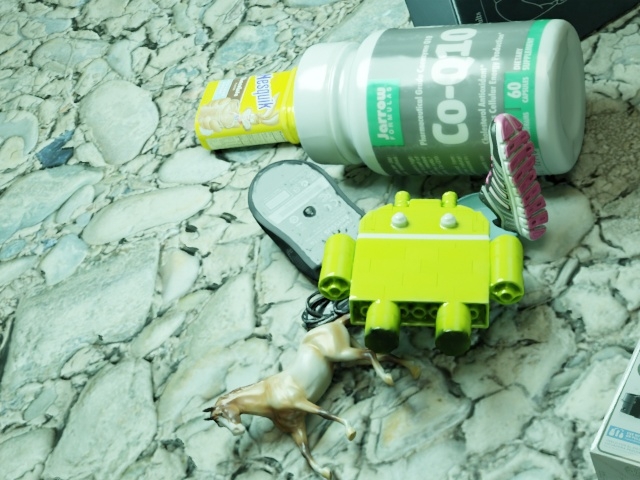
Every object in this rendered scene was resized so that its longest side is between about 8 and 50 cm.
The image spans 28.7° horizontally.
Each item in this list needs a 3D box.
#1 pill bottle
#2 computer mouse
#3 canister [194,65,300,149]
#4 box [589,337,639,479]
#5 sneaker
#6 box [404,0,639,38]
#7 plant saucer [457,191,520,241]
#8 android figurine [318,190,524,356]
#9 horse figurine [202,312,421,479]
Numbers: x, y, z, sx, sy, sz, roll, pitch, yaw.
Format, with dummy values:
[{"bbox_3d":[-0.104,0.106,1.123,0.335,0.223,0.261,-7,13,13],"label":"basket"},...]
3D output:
[{"bbox_3d":[0.161,-0.188,1.687,0.361,0.204,0.204,0,51,25],"label":"pill bottle"},{"bbox_3d":[0.000,0.000,1.691,0.188,0.072,0.272,-33,58,-10],"label":"computer mouse"},{"bbox_3d":[-0.096,-0.199,1.904,0.169,0.073,0.126,-5,48,22],"label":"canister"},{"bbox_3d":[0.385,0.154,1.304,0.087,0.169,0.290,12,55,32],"label":"box"},{"bbox_3d":[0.229,-0.078,1.563,0.074,0.170,0.063,6,36,42],"label":"sneaker"},{"bbox_3d":[0.311,-0.453,1.797,0.395,0.293,0.212,-31,45,-6],"label":"box"},{"bbox_3d":[0.210,-0.013,1.635,0.119,0.021,0.119,-12,47,13],"label":"plant saucer"},{"bbox_3d":[0.125,0.030,1.538,0.248,0.056,0.273,2,41,9],"label":"android figurine"},{"bbox_3d":[0.006,0.170,1.531,0.174,0.066,0.263,29,67,34],"label":"horse figurine"}]
